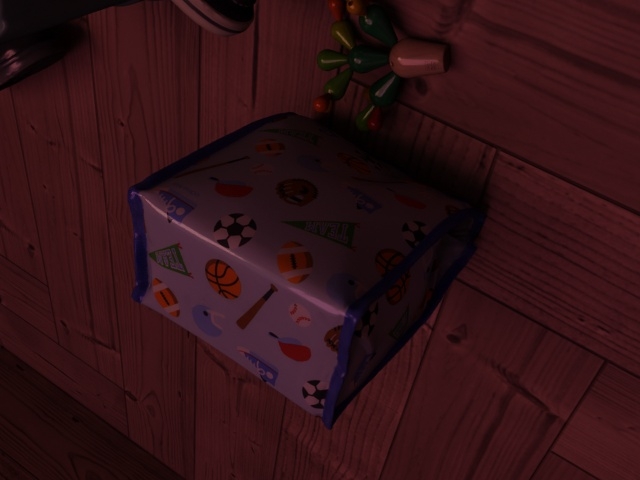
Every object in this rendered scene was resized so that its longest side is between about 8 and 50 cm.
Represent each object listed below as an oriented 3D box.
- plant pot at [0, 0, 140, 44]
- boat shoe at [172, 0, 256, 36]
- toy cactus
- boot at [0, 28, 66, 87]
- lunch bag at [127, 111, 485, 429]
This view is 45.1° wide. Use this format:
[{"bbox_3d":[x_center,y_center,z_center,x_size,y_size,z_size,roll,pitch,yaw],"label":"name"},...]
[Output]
[{"bbox_3d":[-0.376,-0.426,1.012,0.341,0.334,0.341,23,136,24],"label":"plant pot"},{"bbox_3d":[-0.171,-0.479,0.865,0.156,0.187,0.500,-13,108,23],"label":"boat shoe"},{"bbox_3d":[0.071,-0.233,0.984,0.181,0.112,0.219,6,119,25],"label":"toy cactus"},{"bbox_3d":[-0.652,-0.478,1.340,0.367,0.146,0.445,-1,119,50],"label":"boot"},{"bbox_3d":[0.000,0.000,1.006,0.328,0.385,0.238,29,133,18],"label":"lunch bag"}]
